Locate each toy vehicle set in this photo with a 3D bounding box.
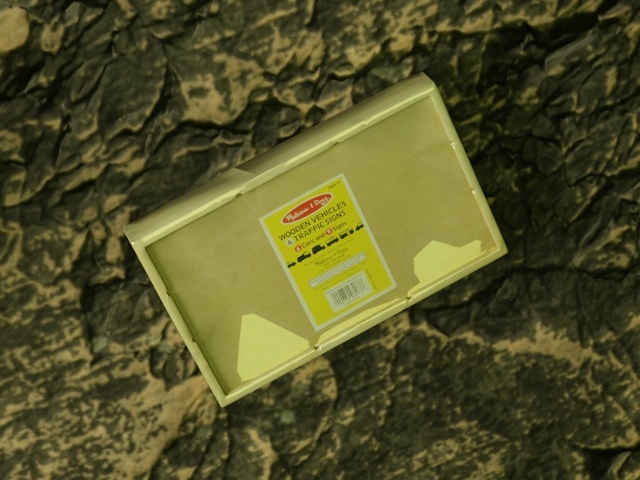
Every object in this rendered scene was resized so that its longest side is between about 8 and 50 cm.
[{"bbox_3d":[0.000,0.000,1.511,0.267,0.035,0.166,-28,117,-5],"label":"toy vehicle set"}]
